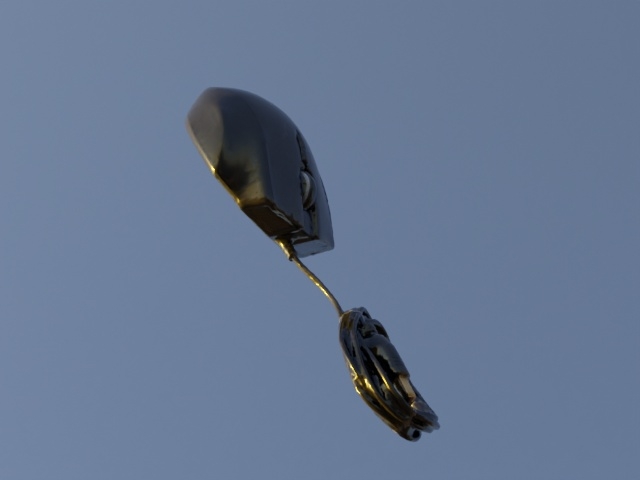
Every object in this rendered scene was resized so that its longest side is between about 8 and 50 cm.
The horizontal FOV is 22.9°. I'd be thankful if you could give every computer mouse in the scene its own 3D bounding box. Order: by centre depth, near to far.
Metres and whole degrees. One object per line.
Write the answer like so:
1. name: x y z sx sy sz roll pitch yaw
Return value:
1. computer mouse: 0.000 0.000 0.728 0.041 0.242 0.071 -40 -41 7
